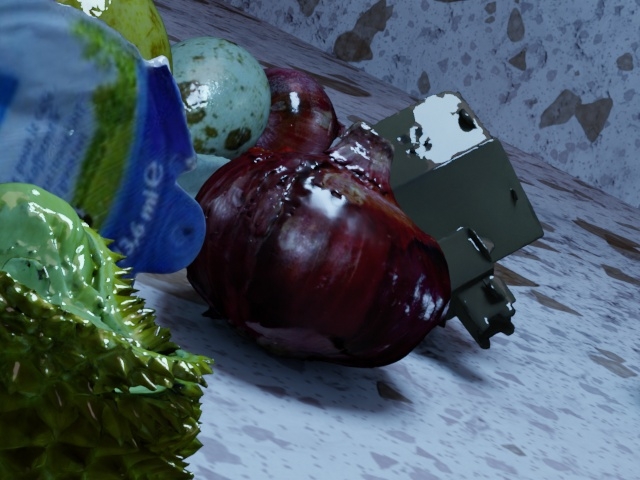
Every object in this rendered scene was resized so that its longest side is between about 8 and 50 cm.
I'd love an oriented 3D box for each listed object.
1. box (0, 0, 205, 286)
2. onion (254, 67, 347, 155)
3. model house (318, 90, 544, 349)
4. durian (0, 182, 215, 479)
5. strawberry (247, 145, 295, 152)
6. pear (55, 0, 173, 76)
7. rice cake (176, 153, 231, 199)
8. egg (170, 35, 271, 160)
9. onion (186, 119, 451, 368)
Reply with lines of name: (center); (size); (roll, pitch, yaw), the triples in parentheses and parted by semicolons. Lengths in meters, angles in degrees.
box: (-0.252, -0.071, 1.088); (0.291, 0.262, 0.206); (20, 0, -42)
onion: (-0.037, -0.166, 1.974); (0.195, 0.159, 0.159); (9, 18, -45)
model house: (0.117, 0.020, 1.432); (0.243, 0.211, 0.204); (54, -15, 31)
durian: (-0.165, 0.073, 0.744); (0.200, 0.176, 0.237); (-1, 19, -38)
strawberry: (-0.017, -0.058, 1.678); (0.174, 0.098, 0.228); (13, 16, -36)
pear: (-0.278, -0.160, 1.323); (0.283, 0.283, 0.283); (21, 13, -5)
rice cake: (-0.164, -0.032, 1.309); (0.038, 0.124, 0.211); (25, 18, 31)
egg: (-0.155, -0.168, 1.753); (0.169, 0.169, 0.231); (24, 30, 8)
onion: (0.000, 0.000, 1.212); (0.252, 0.219, 0.252); (26, 5, -2)
